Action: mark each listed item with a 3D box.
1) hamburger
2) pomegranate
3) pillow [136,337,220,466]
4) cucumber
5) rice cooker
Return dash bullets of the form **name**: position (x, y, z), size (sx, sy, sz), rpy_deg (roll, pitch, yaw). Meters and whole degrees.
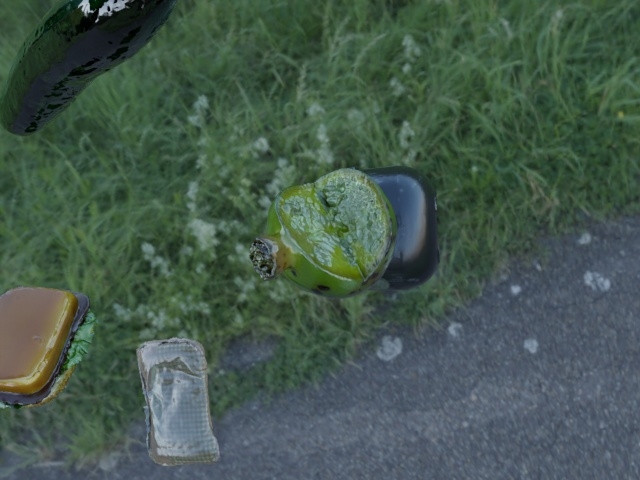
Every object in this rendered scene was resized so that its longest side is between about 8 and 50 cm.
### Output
- **hamburger**: position (-0.355, 0.138, 0.884), size (0.137, 0.087, 0.166), rpy_deg (6, 52, 11)
- **pomegranate**: position (0.000, 0.005, 0.778), size (0.169, 0.122, 0.143), rpy_deg (-34, 73, -20)
- **pillow**: position (-0.235, 0.263, 1.148), size (0.135, 0.034, 0.211), rpy_deg (-9, 90, 23)
- **cucumber**: position (-0.170, -0.123, 0.475), size (0.284, 0.056, 0.056), rpy_deg (-14, 42, 50)
- **rice cooker**: position (0.116, -0.024, 1.359), size (0.224, 0.267, 0.267), rpy_deg (-5, 49, 8)
